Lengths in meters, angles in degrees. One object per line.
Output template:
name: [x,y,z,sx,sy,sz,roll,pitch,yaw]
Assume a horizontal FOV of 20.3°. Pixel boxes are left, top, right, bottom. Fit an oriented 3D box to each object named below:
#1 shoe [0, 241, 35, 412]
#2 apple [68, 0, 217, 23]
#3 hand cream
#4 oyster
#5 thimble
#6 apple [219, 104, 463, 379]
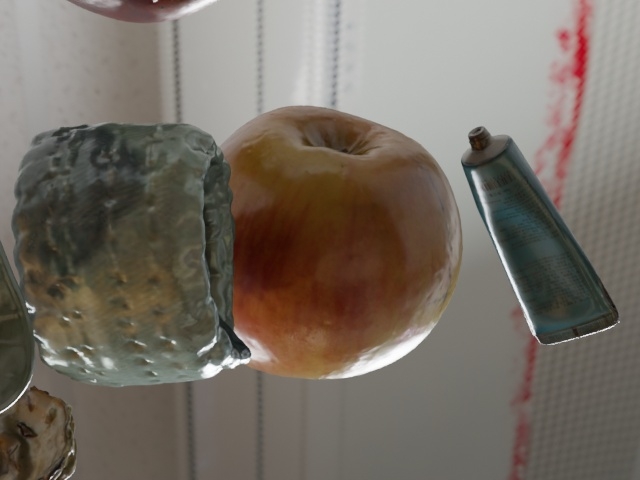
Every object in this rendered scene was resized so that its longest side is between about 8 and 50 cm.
shoe: [-0.269,0.033,1.312,0.079,0.078,0.195,-23,-64,-26]
apple: [-0.195,-0.400,1.660,0.295,0.365,0.329,6,-34,-12]
hand cream: [0.187,-0.005,1.585,0.083,0.048,0.224,-18,-65,23]
oyster: [-0.360,0.247,1.602,0.345,0.128,0.078,-34,-28,6]
thimble: [-0.150,0.016,1.497,0.172,0.205,0.250,-2,-51,7]
apple: [0.000,0.000,1.730,0.286,0.286,0.233,-14,-56,-35]
